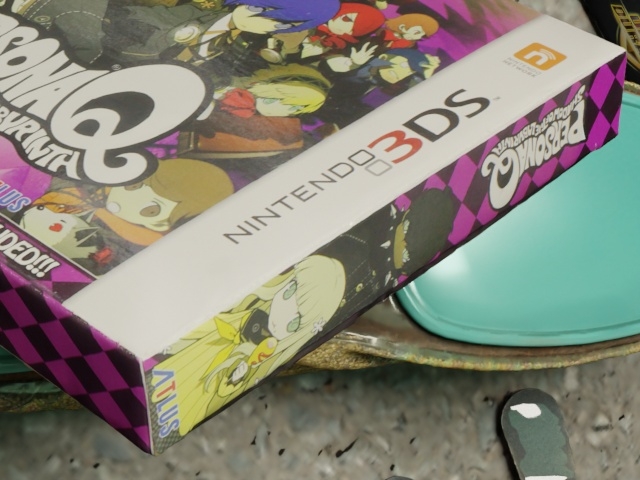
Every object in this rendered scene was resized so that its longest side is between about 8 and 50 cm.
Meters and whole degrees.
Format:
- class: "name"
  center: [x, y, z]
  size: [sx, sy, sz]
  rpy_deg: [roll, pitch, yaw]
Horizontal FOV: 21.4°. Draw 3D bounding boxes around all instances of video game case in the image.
- class: "video game case"
  center: [-0.056, -0.049, 0.551]
  size: [0.210, 0.232, 0.042]
  rpy_deg: [-32, 138, -35]

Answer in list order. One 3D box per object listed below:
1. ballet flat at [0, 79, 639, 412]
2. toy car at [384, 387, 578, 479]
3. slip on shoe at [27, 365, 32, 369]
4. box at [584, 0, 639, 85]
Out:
- class: "ballet flat"
  center: [0.000, 0.000, 0.643]
  size: [0.348, 0.123, 0.123]
  rpy_deg: [-6, 91, -20]
- class: "toy car"
  center: [0.115, 0.150, 0.694]
  size: [0.155, 0.149, 0.188]
  rpy_deg: [-27, 70, -33]
- class: "slip on shoe"
  center: [-0.035, 0.008, 0.548]
  size: [0.135, 0.051, 0.041]
  rpy_deg: [-18, 52, -12]
- class: "box"
  center: [0.194, -0.194, 0.791]
  size: [0.220, 0.051, 0.175]
  rpy_deg: [-36, 104, -25]
